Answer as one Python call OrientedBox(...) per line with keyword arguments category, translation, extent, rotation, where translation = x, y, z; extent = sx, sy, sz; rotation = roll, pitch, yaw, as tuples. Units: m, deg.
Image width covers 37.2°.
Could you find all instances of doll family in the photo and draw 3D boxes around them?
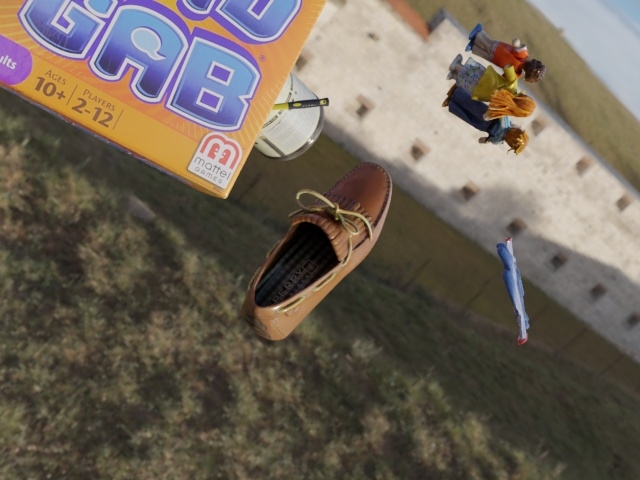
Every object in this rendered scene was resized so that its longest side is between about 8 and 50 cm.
OrientedBox(category="doll family", translation=(0.289, -0.225, 1.610), extent=(0.163, 0.118, 0.263), rotation=(34, -25, 17))

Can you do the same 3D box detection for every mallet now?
OrientedBox(category="mallet", translation=(-0.073, -0.264, 1.937), extent=(0.189, 0.062, 0.039), rotation=(-1, 3, -16))

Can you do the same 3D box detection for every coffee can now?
OrientedBox(category="coffee can", translation=(-0.142, -0.340, 2.285), extent=(0.275, 0.201, 0.202), rotation=(38, 15, -53))

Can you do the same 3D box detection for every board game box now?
OrientedBox(category="board game box", translation=(-0.228, -0.301, 1.303), extent=(0.356, 0.357, 0.356), rotation=(27, -1, -14))

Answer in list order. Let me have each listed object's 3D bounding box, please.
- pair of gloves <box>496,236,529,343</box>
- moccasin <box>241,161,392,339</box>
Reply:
OrientedBox(category="pair of gloves", translation=(0.307, 0.075, 1.516), extent=(0.198, 0.023, 0.159), rotation=(-27, 106, -76))
OrientedBox(category="moccasin", translation=(-0.002, -0.002, 1.654), extent=(0.139, 0.380, 0.147), rotation=(39, -24, 16))
